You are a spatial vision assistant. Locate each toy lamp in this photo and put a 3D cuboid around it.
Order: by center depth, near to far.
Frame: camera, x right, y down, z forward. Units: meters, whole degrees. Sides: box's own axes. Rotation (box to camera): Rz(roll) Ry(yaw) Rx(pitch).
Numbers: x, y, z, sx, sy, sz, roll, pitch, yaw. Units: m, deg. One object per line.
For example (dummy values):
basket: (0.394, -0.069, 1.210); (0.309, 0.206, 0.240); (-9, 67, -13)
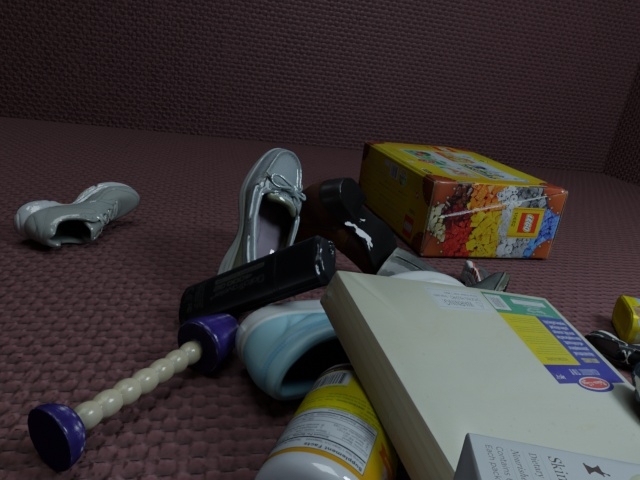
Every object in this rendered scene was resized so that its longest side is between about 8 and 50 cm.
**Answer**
toy lamp: (-0.199, 0.160, 0.599); (0.080, 0.080, 0.275); (18, 22, 24)

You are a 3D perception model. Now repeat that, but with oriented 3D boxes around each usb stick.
usb stick: (-0.099, 0.065, 0.716); (0.278, 0.077, 0.045); (-21, -38, 29)

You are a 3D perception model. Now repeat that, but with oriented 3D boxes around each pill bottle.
pill bottle: (0.012, 0.217, 0.469); (0.117, 0.117, 0.215); (14, 22, 16)

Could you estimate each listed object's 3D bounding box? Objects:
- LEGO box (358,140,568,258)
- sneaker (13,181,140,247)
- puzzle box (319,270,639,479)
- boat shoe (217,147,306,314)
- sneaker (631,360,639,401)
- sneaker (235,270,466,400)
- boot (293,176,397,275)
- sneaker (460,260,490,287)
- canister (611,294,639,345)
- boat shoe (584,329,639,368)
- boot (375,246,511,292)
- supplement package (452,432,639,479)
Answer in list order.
LEGO box: (0.364, -0.134, 1.421); (0.373, 0.193, 0.500); (2, 21, -16)
sneaker: (-0.478, -0.043, 1.036); (0.121, 0.099, 0.262); (27, 35, 26)
puzzle box: (0.223, 0.161, 0.580); (0.409, 0.052, 0.272); (10, 32, -32)
boat shoe: (-0.084, -0.027, 0.854); (0.103, 0.320, 0.118); (-12, -39, 42)
sneaker: (0.488, 0.221, 0.535); (0.110, 0.122, 0.283); (-7, 43, -47)
sneaker: (0.077, 0.146, 0.682); (0.366, 0.135, 0.150); (-12, 27, -18)
boot: (0.000, 0.000, 1.030); (0.281, 0.264, 0.096); (-7, 43, 44)
sneaker: (0.337, 0.085, 1.027); (0.065, 0.061, 0.158); (16, 22, 2)
canister: (0.647, 0.163, 0.913); (0.170, 0.073, 0.126); (12, 20, 15)
boat shoe: (0.506, 0.188, 0.832); (0.038, 0.046, 0.125); (-3, 20, -27)
boot: (0.227, 0.075, 0.921); (0.209, 0.076, 0.190); (27, 40, 27)
supplement package: (0.206, 0.272, 0.278); (0.263, 0.198, 0.199); (9, 20, 3)
